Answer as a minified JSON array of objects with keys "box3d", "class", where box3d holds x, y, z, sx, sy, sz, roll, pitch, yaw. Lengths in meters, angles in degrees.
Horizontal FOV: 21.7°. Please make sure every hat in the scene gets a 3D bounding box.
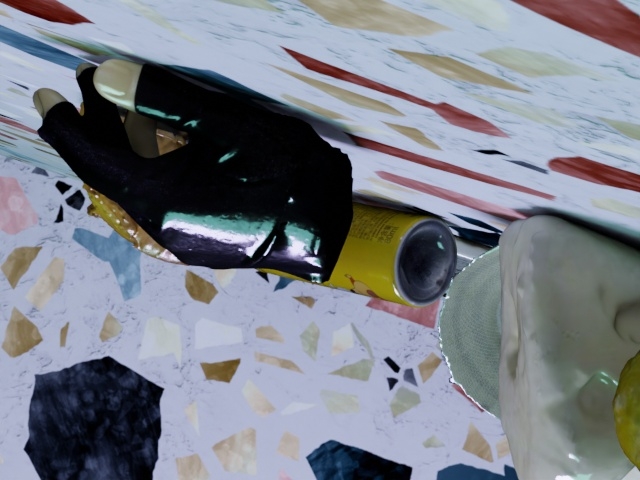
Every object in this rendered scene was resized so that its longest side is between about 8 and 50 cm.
[{"box3d":[0.245,0.071,1.679,0.252,0.252,0.110,18,-142,4],"class":"hat"}]

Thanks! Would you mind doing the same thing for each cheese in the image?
[{"box3d":[0.270,0.122,1.496,0.251,0.248,0.173,13,177,-5],"class":"cheese"}]

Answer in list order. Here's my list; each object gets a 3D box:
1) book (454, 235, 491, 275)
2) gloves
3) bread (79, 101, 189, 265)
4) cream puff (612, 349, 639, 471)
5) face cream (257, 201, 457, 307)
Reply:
[{"box3d":[0.167,0.025,2.150,0.269,0.032,0.389,19,176,7],"class":"book"},{"box3d":[-0.113,-0.070,1.428,0.301,0.152,0.197,32,154,20],"class":"gloves"},{"box3d":[-0.167,-0.048,1.863,0.260,0.147,0.160,20,174,-15],"class":"bread"},{"box3d":[0.351,0.093,1.285,0.282,0.185,0.282,-13,154,-7],"class":"cream puff"},{"box3d":[0.000,0.000,1.944,0.105,0.105,0.348,22,173,-43],"class":"face cream"}]
